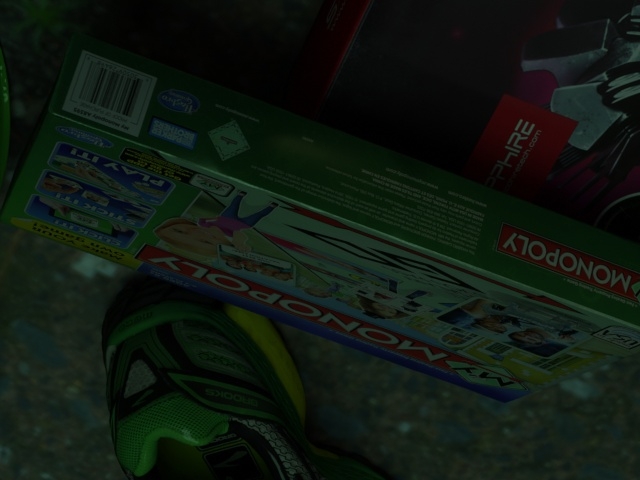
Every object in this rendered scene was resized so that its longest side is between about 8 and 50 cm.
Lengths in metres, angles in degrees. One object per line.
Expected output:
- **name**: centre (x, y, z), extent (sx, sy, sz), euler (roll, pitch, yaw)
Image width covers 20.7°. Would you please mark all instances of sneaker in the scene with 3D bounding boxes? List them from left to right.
- **sneaker**: centre (-0.031, 0.186, 1.055), extent (0.134, 0.146, 0.343), euler (-26, 120, 18)

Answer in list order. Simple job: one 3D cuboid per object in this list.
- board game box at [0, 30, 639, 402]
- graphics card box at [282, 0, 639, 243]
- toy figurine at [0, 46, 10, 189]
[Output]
- **board game box**: centre (0.000, 0.000, 0.915), extent (0.317, 0.046, 0.213), euler (20, 161, -11)
- **graphics card box**: centre (0.193, -0.087, 0.896), extent (0.371, 0.094, 0.233), euler (20, 122, -12)
- **toy figurine**: centre (-0.261, -0.088, 0.913), extent (0.159, 0.130, 0.173), euler (0, 102, 13)
